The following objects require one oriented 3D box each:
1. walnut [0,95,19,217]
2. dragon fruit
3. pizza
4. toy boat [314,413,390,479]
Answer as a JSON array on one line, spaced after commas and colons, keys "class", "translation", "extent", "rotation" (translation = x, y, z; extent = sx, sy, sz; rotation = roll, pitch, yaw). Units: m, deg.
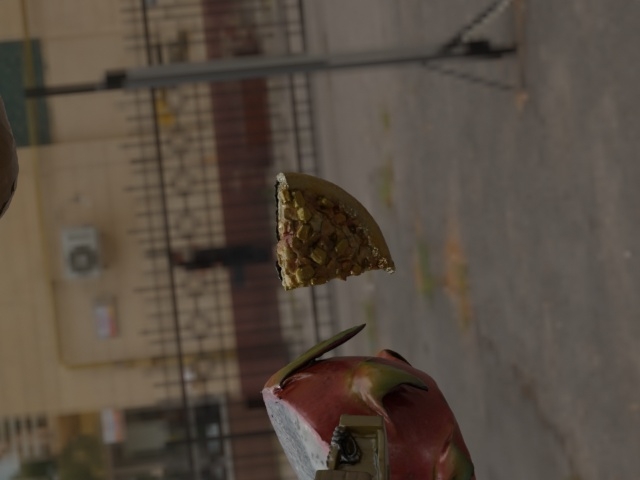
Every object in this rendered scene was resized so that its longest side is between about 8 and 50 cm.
[{"class": "walnut", "translation": [-0.328, -0.078, 1.270], "extent": [0.298, 0.203, 0.203], "rotation": [41, 141, 51]}, {"class": "dragon fruit", "translation": [0.077, 0.246, 2.023], "extent": [0.290, 0.189, 0.290], "rotation": [57, 168, 19]}, {"class": "pizza", "translation": [0.000, 0.000, 1.932], "extent": [0.178, 0.131, 0.041], "rotation": [52, 162, -17]}, {"class": "toy boat", "translation": [0.018, 0.221, 1.338], "extent": [0.077, 0.057, 0.200], "rotation": [71, -155, -49]}]
